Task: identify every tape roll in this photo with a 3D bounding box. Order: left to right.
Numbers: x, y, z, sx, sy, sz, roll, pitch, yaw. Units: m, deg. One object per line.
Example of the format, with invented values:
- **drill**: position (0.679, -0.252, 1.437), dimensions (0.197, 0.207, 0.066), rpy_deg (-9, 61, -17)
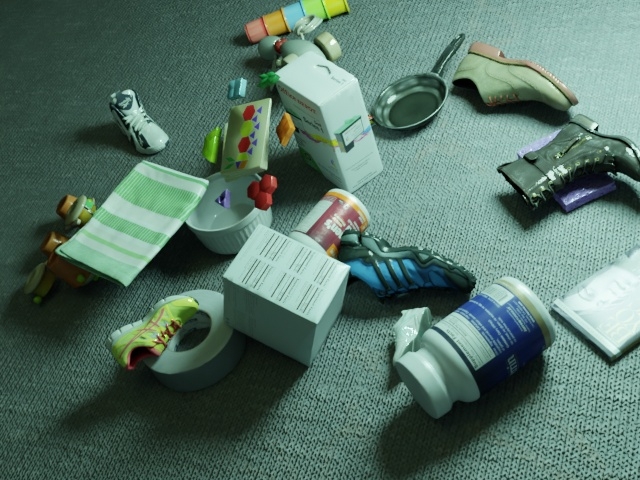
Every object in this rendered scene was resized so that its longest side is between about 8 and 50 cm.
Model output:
- **tape roll**: position (-0.271, 0.210, 1.782), dimensions (0.219, 0.072, 0.219), rpy_deg (-12, 45, 13)

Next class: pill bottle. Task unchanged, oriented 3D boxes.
- **pill bottle**: position (0.000, 0.000, 1.834), dimensions (0.121, 0.121, 0.221), rpy_deg (22, 60, 36)
- **pill bottle**: position (0.277, 0.195, 1.514), dimensions (0.265, 0.153, 0.153), rpy_deg (-33, 45, -10)

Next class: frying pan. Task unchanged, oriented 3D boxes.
- **frying pan**: position (0.247, -0.395, 2.143), dimensions (0.197, 0.053, 0.326), rpy_deg (1, 52, 30)

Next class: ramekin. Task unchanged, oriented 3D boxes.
- **ramekin**: position (-0.213, -0.062, 1.990), dimensions (0.207, 0.109, 0.207), rpy_deg (-11, 46, 12)

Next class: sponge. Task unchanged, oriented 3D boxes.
- **sponge**: position (0.531, -0.154, 1.828), dimensions (0.117, 0.031, 0.210), rpy_deg (-27, 45, -2)

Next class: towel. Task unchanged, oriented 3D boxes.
- **towel**: position (-0.435, -0.050, 1.961), dimensions (0.248, 0.038, 0.325), rpy_deg (18, 57, 33)

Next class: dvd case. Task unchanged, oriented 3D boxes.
- **dvd case**: position (0.569, 0.111, 1.570), dimensions (0.221, 0.018, 0.164), rpy_deg (-33, 45, -9)

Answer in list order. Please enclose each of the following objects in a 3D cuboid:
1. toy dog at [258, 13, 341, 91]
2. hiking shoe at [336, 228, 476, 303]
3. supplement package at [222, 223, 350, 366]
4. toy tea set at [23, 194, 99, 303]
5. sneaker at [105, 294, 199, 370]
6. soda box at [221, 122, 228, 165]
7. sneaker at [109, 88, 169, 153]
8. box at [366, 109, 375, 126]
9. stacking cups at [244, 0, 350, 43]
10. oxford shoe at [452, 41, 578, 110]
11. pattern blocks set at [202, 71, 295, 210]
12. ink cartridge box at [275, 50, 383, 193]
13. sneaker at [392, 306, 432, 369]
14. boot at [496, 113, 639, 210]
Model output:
- **toy dog**: position (-0.052, -0.486, 2.330), dimensions (0.220, 0.161, 0.333), rpy_deg (-24, 29, 3)
- **hiking shoe**: position (0.170, 0.075, 1.729), dimensions (0.304, 0.113, 0.132), rpy_deg (16, 86, 26)
- **supplement package**: position (-0.070, 0.110, 1.665), dimensions (0.203, 0.194, 0.149), rpy_deg (26, 58, 11)
- **toy tea set**: position (-0.611, 0.011, 2.110), dimensions (0.200, 0.124, 0.336), rpy_deg (-29, 39, 39)
- **sneaker**: position (-0.332, 0.194, 1.723), dimensions (0.209, 0.081, 0.094), rpy_deg (-35, 52, -2)
- **soda box**: position (-0.217, -0.236, 2.193), dimensions (0.061, 0.058, 0.181), rpy_deg (-12, 44, 11)
- **sneaker**: position (-0.521, -0.344, 2.352), dimensions (0.094, 0.153, 0.235), rpy_deg (-35, 45, -10)
- **box**: position (0.071, -0.321, 2.177), dimensions (0.094, 0.027, 0.137), rpy_deg (-28, 44, -7)
- **stacking cups**: position (-0.075, -0.682, 2.530), dimensions (0.316, 0.096, 0.096), rpy_deg (-17, 44, 6)
- **oxford shoe**: position (0.461, -0.362, 2.014), dimensions (0.130, 0.123, 0.348), rpy_deg (-53, 42, 1)
- **pattern blocks set**: position (-0.167, -0.228, 1.923), dimensions (0.285, 0.026, 0.324), rpy_deg (6, 80, 43)
- **ink cartridge box**: position (0.019, -0.277, 1.976), dimensions (0.117, 0.278, 0.201), rpy_deg (-36, 45, -15)
- **sneaker**: position (0.167, 0.193, 1.638), dimensions (0.061, 0.053, 0.152), rpy_deg (-1, 41, 33)
- **boot**: position (0.523, -0.137, 1.746), dimensions (0.229, 0.091, 0.263), rpy_deg (-37, 42, -5)
